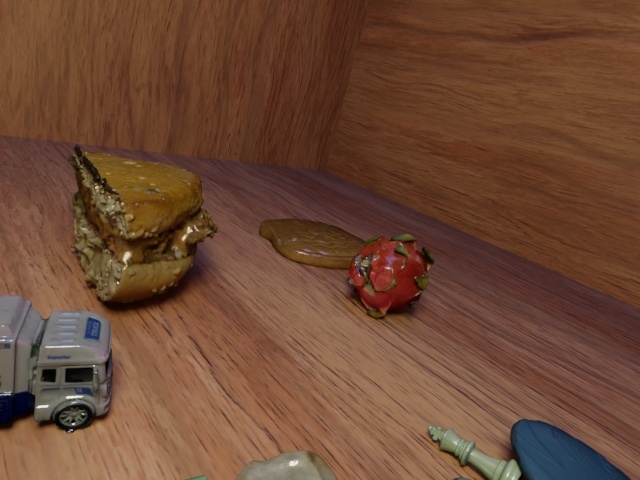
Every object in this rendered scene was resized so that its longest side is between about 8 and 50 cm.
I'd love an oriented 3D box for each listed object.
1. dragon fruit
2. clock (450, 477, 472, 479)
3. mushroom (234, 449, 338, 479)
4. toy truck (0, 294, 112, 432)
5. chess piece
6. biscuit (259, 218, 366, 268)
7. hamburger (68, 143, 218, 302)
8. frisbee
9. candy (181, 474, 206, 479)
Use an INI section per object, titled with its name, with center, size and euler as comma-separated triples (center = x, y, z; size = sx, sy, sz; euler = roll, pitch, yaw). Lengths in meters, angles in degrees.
[dragon fruit]
center = 0.182, 0.086, 1.096
size = 0.224, 0.224, 0.227
euler = 21, 12, 17
[clock]
center = 0.214, 0.373, 0.578
size = 0.085, 0.017, 0.085
euler = 14, 18, -5
[mushroom]
center = -0.027, 0.284, 0.320
size = 0.243, 0.243, 0.243
euler = 14, 18, -5
[toy truck]
center = -0.406, 0.149, 0.519
size = 0.268, 0.155, 0.124
euler = 6, 20, -27
[chess piece]
center = 0.237, 0.339, 0.652
size = 0.149, 0.059, 0.059
euler = 21, 18, 39
[biscuit]
center = 0.001, -0.002, 1.443
size = 0.385, 0.062, 0.365
euler = 1, 22, -38
[hamburger]
center = -0.383, -0.041, 0.915
size = 0.287, 0.268, 0.445
euler = -2, 20, -38
[frisbee]
center = 0.421, 0.372, 0.604
size = 0.289, 0.049, 0.289
euler = 26, 17, -9
[candy]
center = -0.252, 0.280, 0.426
size = 0.287, 0.078, 0.084
euler = 11, -4, -43
